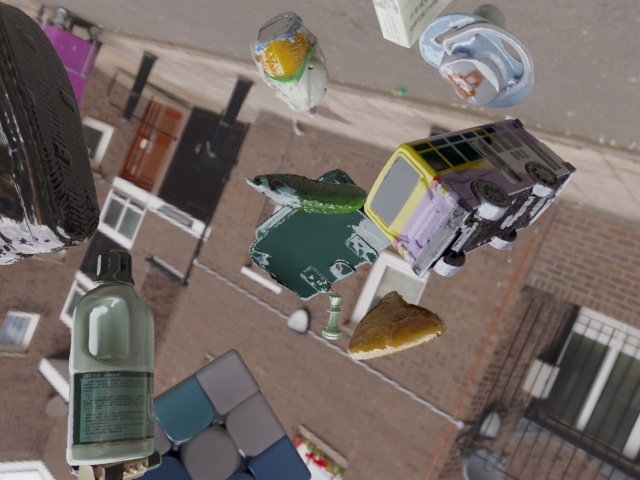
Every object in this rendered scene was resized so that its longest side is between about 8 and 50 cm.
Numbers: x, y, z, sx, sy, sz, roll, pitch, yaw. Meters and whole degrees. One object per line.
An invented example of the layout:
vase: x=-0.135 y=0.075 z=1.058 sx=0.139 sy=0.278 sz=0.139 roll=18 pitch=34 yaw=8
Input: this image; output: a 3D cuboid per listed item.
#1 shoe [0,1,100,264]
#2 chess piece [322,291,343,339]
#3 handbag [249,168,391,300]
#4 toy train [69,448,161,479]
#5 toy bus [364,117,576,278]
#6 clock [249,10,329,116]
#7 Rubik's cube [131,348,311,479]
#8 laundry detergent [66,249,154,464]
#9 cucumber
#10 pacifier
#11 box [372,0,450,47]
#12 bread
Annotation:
shoe: x=-0.506 y=-0.154 z=0.997 sx=0.237 sy=0.384 sz=0.171 roll=-12 pitch=-172 yaw=14
chess piece: x=0.027 y=0.148 z=1.282 sx=0.042 sy=0.093 sz=0.042 roll=4 pitch=-173 yaw=0
handbag: x=-0.001 y=0.000 z=1.564 sx=0.238 sy=0.326 sz=0.089 roll=42 pitch=-146 yaw=-17
toy train: x=-0.307 y=0.338 z=0.978 sx=0.087 sy=0.050 sz=0.138 roll=12 pitch=-172 yaw=38
toy bus: x=0.327 y=-0.111 z=1.382 sx=0.439 sy=0.209 sz=0.249 roll=-19 pitch=-121 yaw=-40
clock: x=-0.044 y=-0.296 z=1.070 sx=0.231 sy=0.103 sz=0.144 roll=-90 pitch=-25 yaw=-55
Rubik's cube: x=-0.283 y=0.499 z=1.479 sx=0.347 sy=0.346 sz=0.344 roll=56 pitch=155 yaw=6
laundry detergent: x=-0.225 y=0.121 z=0.696 sx=0.070 sy=0.226 sz=0.099 roll=-14 pitch=163 yaw=38
cucumber: x=-0.012 y=-0.047 z=0.670 sx=0.155 sy=0.037 sz=0.037 roll=6 pitch=-167 yaw=-36
pacifier: x=0.356 y=-0.414 z=1.371 sx=0.279 sy=0.207 sz=0.227 roll=37 pitch=152 yaw=-28
box: x=0.159 y=-0.496 z=1.145 sx=0.069 sy=0.164 sz=0.256 roll=34 pitch=169 yaw=30
bread: x=0.097 y=0.137 z=0.982 sx=0.054 sy=0.136 sz=0.154 roll=62 pitch=164 yaw=-19
